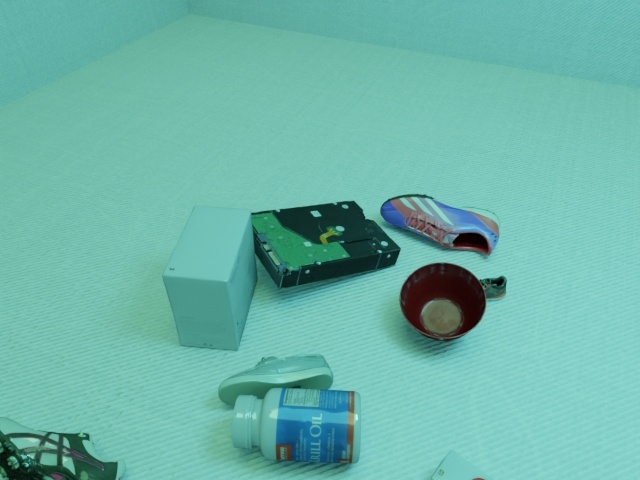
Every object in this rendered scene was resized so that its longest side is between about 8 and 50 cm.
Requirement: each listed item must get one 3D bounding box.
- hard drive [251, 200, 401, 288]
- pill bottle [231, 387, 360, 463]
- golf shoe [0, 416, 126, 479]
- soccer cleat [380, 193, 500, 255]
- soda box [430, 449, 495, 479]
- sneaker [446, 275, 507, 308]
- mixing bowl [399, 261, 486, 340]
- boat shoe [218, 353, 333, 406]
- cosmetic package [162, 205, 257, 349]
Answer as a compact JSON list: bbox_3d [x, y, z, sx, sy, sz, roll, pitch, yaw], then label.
[{"bbox_3d":[0.000,0.000,1.271,0.339,0.064,0.237,-9,40,-31],"label":"hard drive"},{"bbox_3d":[-0.040,0.329,0.907,0.221,0.124,0.124,1,42,3],"label":"pill bottle"},{"bbox_3d":[-0.472,0.382,0.887,0.273,0.105,0.120,26,32,19],"label":"golf shoe"},{"bbox_3d":[0.310,-0.041,1.341,0.318,0.108,0.116,12,47,10],"label":"soccer cleat"},{"bbox_3d":[0.281,0.442,0.814,0.216,0.074,0.069,30,50,29],"label":"soda box"},{"bbox_3d":[0.368,0.114,1.191,0.158,0.065,0.061,-15,44,-17],"label":"sneaker"},{"bbox_3d":[0.266,0.149,1.112,0.181,0.098,0.181,-6,55,8],"label":"mixing bowl"},{"bbox_3d":[-0.091,0.274,1.014,0.227,0.079,0.081,-5,32,-13],"label":"boat shoe"},{"bbox_3d":[-0.229,0.080,1.113,0.138,0.224,0.224,4,42,5],"label":"cosmetic package"}]
